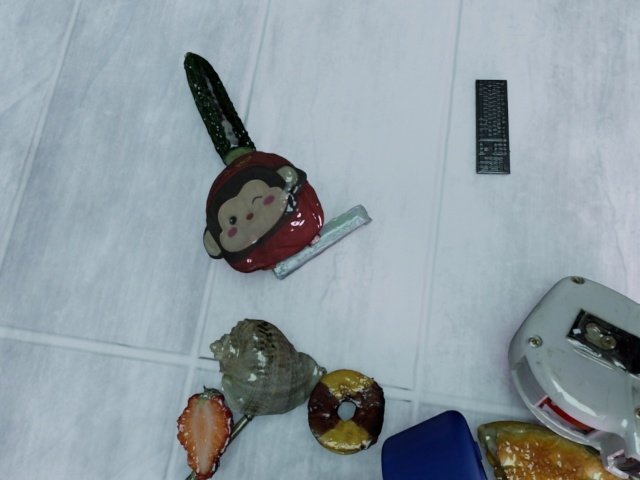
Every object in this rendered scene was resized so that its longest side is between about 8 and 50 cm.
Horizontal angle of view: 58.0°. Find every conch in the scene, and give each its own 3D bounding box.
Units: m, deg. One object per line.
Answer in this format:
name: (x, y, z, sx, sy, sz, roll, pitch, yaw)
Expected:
conch: (-0.094, 0.220, 0.980, 0.207, 0.130, 0.155, 22, 88, -17)

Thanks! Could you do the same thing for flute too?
flute: (-0.171, 0.353, 0.978, 0.027, 0.027, 0.233, 40, 80, 11)

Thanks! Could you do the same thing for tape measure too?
tape measure: (0.443, 0.201, 0.922, 0.265, 0.130, 0.258, 28, 62, 14)

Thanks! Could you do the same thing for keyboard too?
keyboard: (0.337, -0.225, 1.130, 0.067, 0.011, 0.202, 3, 75, 3)

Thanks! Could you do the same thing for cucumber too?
cucumber: (-0.196, -0.249, 1.118, 0.077, 0.077, 0.265, -24, 74, -5)

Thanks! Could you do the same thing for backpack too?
backpack: (-0.109, -0.060, 1.030, 0.229, 0.139, 0.229, -11, 65, 25)

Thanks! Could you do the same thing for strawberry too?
strawberry: (-0.189, 0.319, 0.967, 0.103, 0.048, 0.152, -8, 67, 17)

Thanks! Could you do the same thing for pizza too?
pizza: (0.377, 0.423, 0.908, 0.335, 0.086, 0.226, 32, 72, 5)

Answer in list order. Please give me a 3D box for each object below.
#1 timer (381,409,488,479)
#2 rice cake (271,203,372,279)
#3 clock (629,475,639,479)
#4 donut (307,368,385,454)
timer: (0.073, 0.434, 0.860, 0.383, 0.270, 0.270, -20, 75, 10)
rice cake: (0.000, 0.000, 1.064, 0.210, 0.034, 0.043, -33, 78, -7)
clock: (0.601, 0.323, 0.967, 0.234, 0.029, 0.235, 0, 75, 1)
donut: (0.043, 0.288, 0.955, 0.140, 0.059, 0.140, 1, 53, -1)
